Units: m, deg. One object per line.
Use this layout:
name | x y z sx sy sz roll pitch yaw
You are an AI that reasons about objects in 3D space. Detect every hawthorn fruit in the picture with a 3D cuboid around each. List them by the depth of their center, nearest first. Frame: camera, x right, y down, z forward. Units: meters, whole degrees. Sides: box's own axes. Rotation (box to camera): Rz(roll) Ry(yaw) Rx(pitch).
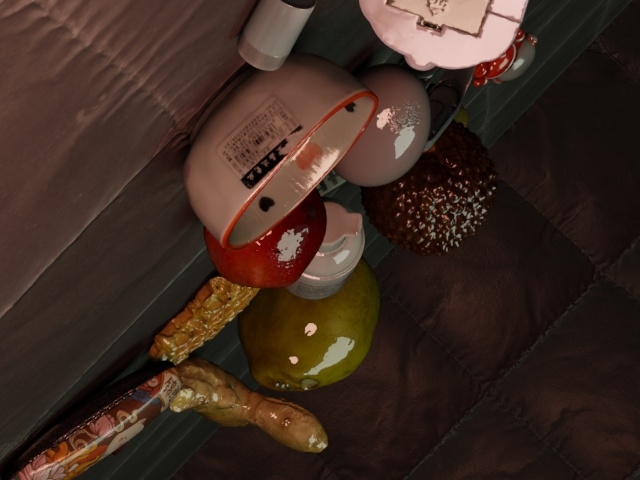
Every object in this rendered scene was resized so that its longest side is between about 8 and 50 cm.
hawthorn fruit | -0.069 -0.030 1.600 0.169 0.169 0.188 -39 158 -38

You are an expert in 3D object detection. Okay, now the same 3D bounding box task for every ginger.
ginger | -0.205 0.278 2.322 0.348 0.363 0.122 36 82 -38

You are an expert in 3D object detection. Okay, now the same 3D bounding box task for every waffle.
waffle | -0.177 0.110 2.074 0.253 0.056 0.249 -49 171 32

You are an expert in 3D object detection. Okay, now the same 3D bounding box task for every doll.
doll | 0.366 -0.359 2.444 0.142 0.076 0.245 -49 168 25

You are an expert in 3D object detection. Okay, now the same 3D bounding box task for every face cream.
face cream | 0.000 0.000 2.050 0.145 0.145 0.369 -44 174 -12

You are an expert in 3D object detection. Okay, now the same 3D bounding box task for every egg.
egg | 0.079 -0.160 1.727 0.146 0.146 0.198 -38 162 -44

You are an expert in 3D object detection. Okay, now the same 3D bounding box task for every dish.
dish | -0.059 -0.112 1.377 0.256 0.117 0.256 -45 171 -9

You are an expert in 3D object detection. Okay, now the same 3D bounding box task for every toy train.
toy train | 0.021 -0.110 1.977 0.051 0.052 0.234 -27 -176 35

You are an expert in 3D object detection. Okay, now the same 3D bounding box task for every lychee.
lychee | 0.197 -0.088 2.254 0.267 0.267 0.267 -45 172 -8

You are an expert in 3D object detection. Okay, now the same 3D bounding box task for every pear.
pear | -0.023 0.140 2.341 0.321 0.269 0.269 -62 179 -24

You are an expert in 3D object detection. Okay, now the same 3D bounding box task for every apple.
apple | 0.246 -0.234 2.445 0.089 0.074 0.089 -44 174 -6

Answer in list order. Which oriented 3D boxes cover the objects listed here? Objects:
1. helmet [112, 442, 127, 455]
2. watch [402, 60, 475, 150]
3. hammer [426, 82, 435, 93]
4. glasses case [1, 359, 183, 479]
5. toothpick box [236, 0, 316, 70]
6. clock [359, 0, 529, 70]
helmet | -0.358 0.311 2.141 0.111 0.057 0.089 -55 -156 23
watch | 0.184 -0.248 1.995 0.206 0.068 0.193 -49 158 -28
hammer | 0.142 -0.206 2.171 0.201 0.021 0.078 -40 -156 -9
glasses case | -0.352 0.295 1.944 0.321 0.082 0.122 -34 162 -22
toothpick box | -0.043 -0.211 1.208 0.052 0.052 0.083 -37 167 -46
clock | 0.157 -0.308 1.411 0.189 0.189 0.254 -50 -177 29
